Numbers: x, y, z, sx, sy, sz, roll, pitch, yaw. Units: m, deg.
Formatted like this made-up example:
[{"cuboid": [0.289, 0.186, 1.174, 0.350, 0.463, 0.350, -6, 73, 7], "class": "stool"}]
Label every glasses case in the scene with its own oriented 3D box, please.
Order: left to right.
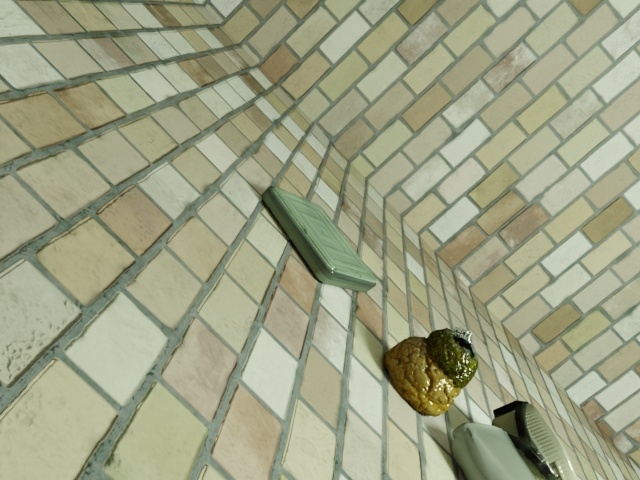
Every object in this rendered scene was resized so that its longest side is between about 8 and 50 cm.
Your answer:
[{"cuboid": [0.360, 0.480, 1.469, 0.128, 0.083, 0.308, 3, 40, -33], "class": "glasses case"}]

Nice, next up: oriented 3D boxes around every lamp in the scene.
[{"cuboid": [0.000, 0.000, 1.807, 0.266, 0.047, 0.269, 53, 15, 23], "class": "lamp"}]

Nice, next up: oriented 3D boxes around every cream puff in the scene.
[{"cuboid": [0.242, 0.249, 1.615, 0.183, 0.169, 0.183, 43, 15, -15], "class": "cream puff"}]

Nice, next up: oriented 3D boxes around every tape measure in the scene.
[{"cuboid": [0.428, 0.445, 1.661, 0.271, 0.132, 0.231, -112, 180, -51], "class": "tape measure"}]
